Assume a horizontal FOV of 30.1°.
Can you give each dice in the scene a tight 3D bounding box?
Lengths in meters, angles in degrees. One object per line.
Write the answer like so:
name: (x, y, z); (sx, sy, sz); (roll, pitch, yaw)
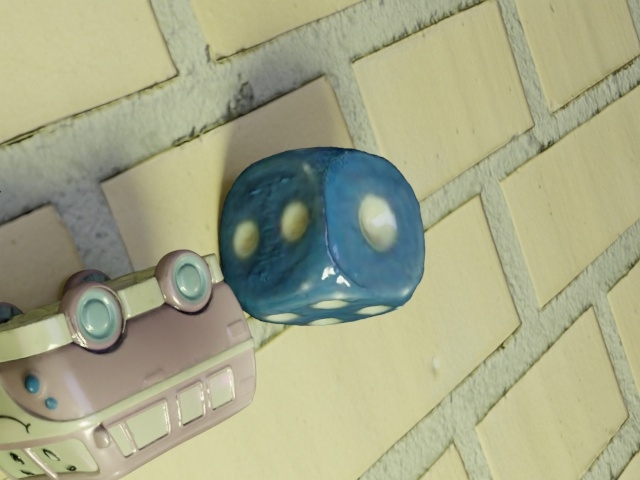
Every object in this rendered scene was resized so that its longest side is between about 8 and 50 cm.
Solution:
dice: (0.000, 0.000, 1.089); (0.146, 0.146, 0.143); (11, 72, -47)

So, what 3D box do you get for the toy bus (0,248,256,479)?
toy bus: (-0.159, 0.095, 0.882); (0.202, 0.142, 0.142); (-22, 98, -51)
